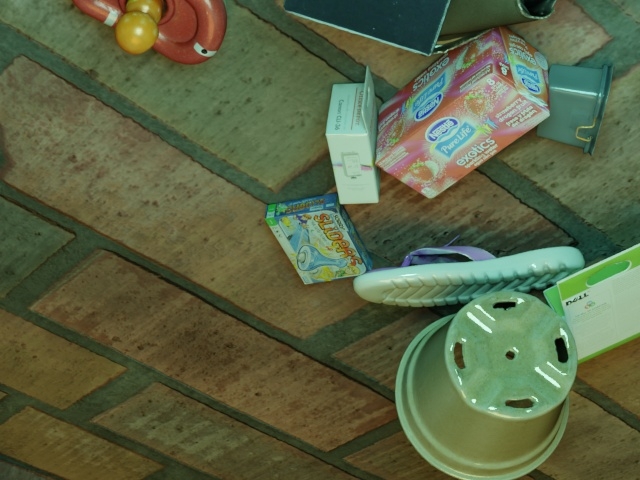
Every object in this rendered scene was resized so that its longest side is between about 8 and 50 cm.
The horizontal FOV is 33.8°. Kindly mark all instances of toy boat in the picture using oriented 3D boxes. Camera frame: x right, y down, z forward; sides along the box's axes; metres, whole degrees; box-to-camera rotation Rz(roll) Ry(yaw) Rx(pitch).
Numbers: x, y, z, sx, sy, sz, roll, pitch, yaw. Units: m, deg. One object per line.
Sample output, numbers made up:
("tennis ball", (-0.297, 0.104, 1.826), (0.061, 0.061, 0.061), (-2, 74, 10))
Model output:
("toy boat", (-0.243, -0.315, 1.459), (0.231, 0.151, 0.151), (25, 138, -21))

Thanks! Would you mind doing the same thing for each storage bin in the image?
("storage bin", (0.375, -0.196, 1.573), (0.091, 0.098, 0.135), (11, 142, 11))

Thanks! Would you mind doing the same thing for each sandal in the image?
("sandal", (0.259, 0.045, 1.890), (0.416, 0.102, 0.169), (-4, 157, -6))

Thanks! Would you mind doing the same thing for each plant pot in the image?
("plant pot", (0.311, 0.238, 1.867), (0.333, 0.334, 0.305), (6, 158, 1))

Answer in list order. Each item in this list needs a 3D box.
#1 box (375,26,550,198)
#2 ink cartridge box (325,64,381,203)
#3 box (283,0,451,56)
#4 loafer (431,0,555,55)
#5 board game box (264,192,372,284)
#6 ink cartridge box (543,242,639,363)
("box", (0.207, -0.192, 1.566), (0.122, 0.128, 0.257), (29, 137, -26))
("ink cartridge box", (0.052, -0.164, 1.635), (0.067, 0.115, 0.198), (-1, 140, 10))
("box", (0.105, -0.438, 1.112), (0.178, 0.313, 0.343), (18, 141, 2))
("loafer", (0.240, -0.343, 1.370), (0.366, 0.130, 0.133), (-29, 130, 36))
("board game box", (0.000, 0.000, 1.910), (0.136, 0.035, 0.201), (-10, 139, 20))
("ink cartridge box", (0.493, 0.082, 1.844), (0.188, 0.097, 0.255), (-24, 136, 0))
